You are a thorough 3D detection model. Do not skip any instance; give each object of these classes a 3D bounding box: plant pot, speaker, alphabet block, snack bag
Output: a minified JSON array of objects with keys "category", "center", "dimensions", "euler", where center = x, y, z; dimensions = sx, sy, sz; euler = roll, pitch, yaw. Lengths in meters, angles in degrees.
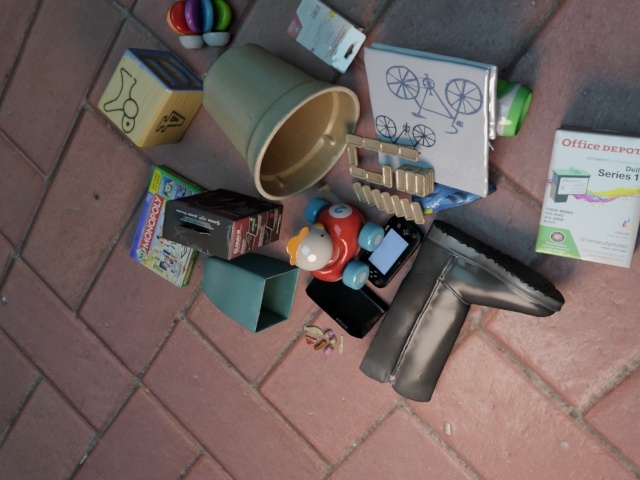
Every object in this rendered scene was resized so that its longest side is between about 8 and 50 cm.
[{"category":"plant pot","center":[-0.211,0.125,1.850],"dimensions":[0.234,0.165,0.166],"euler":[23,111,28]},{"category":"speaker","center":[0.325,-0.336,1.501],"dimensions":[0.296,0.131,0.131],"euler":[23,110,20]},{"category":"alphabet block","center":[-0.470,-0.402,1.833],"dimensions":[0.192,0.193,0.197],"euler":[45,116,12]},{"category":"plant pot","center":[-0.125,-0.326,1.638],"dimensions":[0.305,0.333,0.334],"euler":[44,116,23]},{"category":"snack bag","center":[0.253,-0.268,1.482],"dimensions":[0.323,0.037,0.343],"euler":[21,140,34]}]

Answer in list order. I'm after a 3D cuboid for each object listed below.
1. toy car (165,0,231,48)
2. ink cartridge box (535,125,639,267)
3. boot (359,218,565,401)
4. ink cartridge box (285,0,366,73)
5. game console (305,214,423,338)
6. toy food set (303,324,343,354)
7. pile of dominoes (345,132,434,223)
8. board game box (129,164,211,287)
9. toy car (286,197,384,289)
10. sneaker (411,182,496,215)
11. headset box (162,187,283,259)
[{"category":"toy car","center":[-0.334,-0.604,1.754],"dimensions":[0.182,0.136,0.159],"euler":[3,102,25]},{"category":"ink cartridge box","center":[0.599,-0.102,1.426],"dimensions":[0.201,0.117,0.278],"euler":[11,105,23]},{"category":"boot","center":[0.331,0.227,1.610],"dimensions":[0.367,0.146,0.445],"euler":[34,111,24]},{"category":"ink cartridge box","center":[0.024,-0.519,1.640],"dimensions":[0.198,0.067,0.115],"euler":[41,116,14]},{"category":"game console","center":[0.127,0.078,1.736],"dimensions":[0.213,0.044,0.361],"euler":[41,115,12]},{"category":"toy food set","center":[0.004,0.289,1.854],"dimensions":[0.122,0.019,0.078],"euler":[8,104,24]},{"category":"pile of dominoes","center":[0.172,-0.161,1.627],"dimensions":[0.251,0.040,0.196],"euler":[23,131,42]},{"category":"board game box","center":[-0.454,-0.042,1.988],"dimensions":[0.213,0.046,0.317],"euler":[28,112,17]},{"category":"toy car","center":[0.000,0.000,1.640],"dimensions":[0.219,0.238,0.210],"euler":[26,99,29]},{"category":"sneaker","center":[0.319,-0.120,1.585],"dimensions":[0.209,0.069,0.082],"euler":[-14,91,28]},{"category":"headset box","center":[-0.267,-0.048,1.757],"dimensions":[0.218,0.293,0.110],"euler":[17,108,23]}]
